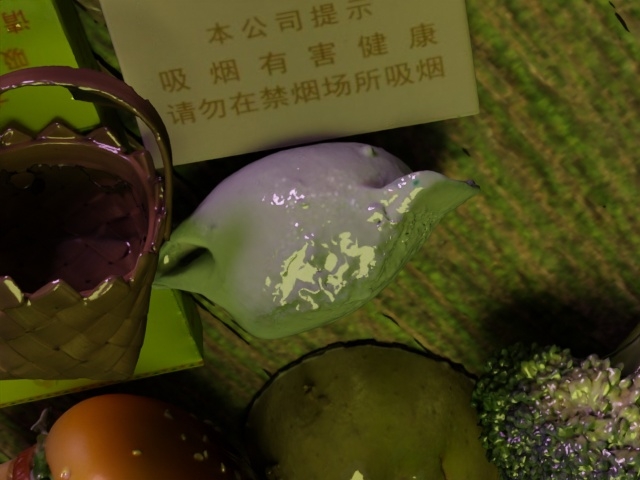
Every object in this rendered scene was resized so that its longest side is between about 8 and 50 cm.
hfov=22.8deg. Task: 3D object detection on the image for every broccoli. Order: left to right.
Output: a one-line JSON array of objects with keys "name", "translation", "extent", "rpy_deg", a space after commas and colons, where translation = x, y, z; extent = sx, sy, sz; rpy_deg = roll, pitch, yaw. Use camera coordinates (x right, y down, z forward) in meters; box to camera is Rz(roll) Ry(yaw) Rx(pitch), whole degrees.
[{"name": "broccoli", "translation": [0.216, 0.146, 1.101], "extent": [0.176, 0.226, 0.198], "rpy_deg": [-33, 179, -20]}]

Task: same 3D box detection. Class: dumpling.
[{"name": "dumpling", "translation": [-0.002, 0.011, 0.974], "extent": [0.219, 0.108, 0.152], "rpy_deg": [-14, 149, 20]}]

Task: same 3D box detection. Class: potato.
[{"name": "potato", "translation": [0.046, 0.177, 1.147], "extent": [0.202, 0.117, 0.182], "rpy_deg": [33, 118, -28]}]

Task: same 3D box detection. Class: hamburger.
[{"name": "hamburger", "translation": [-0.114, 0.206, 1.090], "extent": [0.170, 0.246, 0.246], "rpy_deg": [-41, 124, 7]}]

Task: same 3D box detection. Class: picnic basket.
[{"name": "picnic basket", "translation": [-0.145, -0.018, 0.881], "extent": [0.128, 0.138, 0.178], "rpy_deg": [3, 133, -12]}]

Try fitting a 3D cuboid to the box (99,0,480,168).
[{"name": "box", "translation": [-0.035, -0.204, 0.843], "extent": [0.205, 0.051, 0.365], "rpy_deg": [-9, 131, 4]}]

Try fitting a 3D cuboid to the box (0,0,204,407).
[{"name": "box", "translation": [-0.206, -0.027, 0.990], "extent": [0.187, 0.047, 0.335], "rpy_deg": [-13, 132, 6]}]
